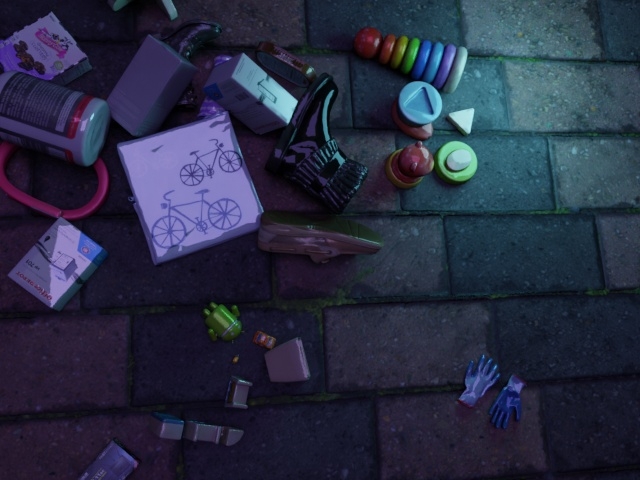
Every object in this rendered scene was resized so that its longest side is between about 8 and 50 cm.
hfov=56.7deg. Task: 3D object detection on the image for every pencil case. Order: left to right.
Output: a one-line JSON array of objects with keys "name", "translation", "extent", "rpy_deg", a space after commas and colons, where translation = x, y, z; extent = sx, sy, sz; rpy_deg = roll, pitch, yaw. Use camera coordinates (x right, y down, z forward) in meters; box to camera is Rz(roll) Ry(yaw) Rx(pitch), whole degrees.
[{"name": "pencil case", "translation": [-0.284, -0.416, 1.653], "extent": [0.088, 0.086, 0.206], "rpy_deg": [5, 73, 26]}]

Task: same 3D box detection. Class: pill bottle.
[{"name": "pill bottle", "translation": [-0.703, -0.312, 1.461], "extent": [0.318, 0.176, 0.176], "rpy_deg": [18, 76, -6]}]

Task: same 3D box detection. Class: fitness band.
[{"name": "fitness band", "translation": [-0.697, -0.171, 1.547], "extent": [0.290, 0.054, 0.209], "rpy_deg": [26, 73, -5]}]

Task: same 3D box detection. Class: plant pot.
[{"name": "plant pot", "translation": [-0.088, 0.315, 1.530], "extent": [0.096, 0.109, 0.109], "rpy_deg": [-15, 81, 1]}]

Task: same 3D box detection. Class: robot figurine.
[{"name": "robot figurine", "translation": [-0.253, 0.212, 1.535], "extent": [0.115, 0.067, 0.101], "rpy_deg": [44, 63, 1]}]

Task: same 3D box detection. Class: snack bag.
[{"name": "snack bag", "translation": [-0.345, -0.143, 1.577], "extent": [0.323, 0.037, 0.343], "rpy_deg": [-20, 96, -12]}]

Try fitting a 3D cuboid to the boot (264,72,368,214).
[{"name": "boot", "translation": [0.030, -0.268, 1.653], "extent": [0.260, 0.131, 0.348], "rpy_deg": [28, 80, -1]}]

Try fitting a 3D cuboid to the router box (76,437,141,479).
[{"name": "router box", "translation": [-0.510, 0.556, 1.434], "extent": [0.092, 0.038, 0.122], "rpy_deg": [40, 75, 1]}]

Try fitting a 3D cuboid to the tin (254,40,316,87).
[{"name": "tin", "translation": [-0.101, -0.499, 1.691], "extent": [0.189, 0.106, 0.040], "rpy_deg": [29, 83, -2]}]

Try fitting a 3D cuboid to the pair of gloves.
[{"name": "pair of gloves", "translation": [0.481, 0.423, 1.647], "extent": [0.198, 0.023, 0.159], "rpy_deg": [33, 77, -1]}]

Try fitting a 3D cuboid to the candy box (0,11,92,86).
[{"name": "candy box", "translation": [-0.748, -0.488, 1.589], "extent": [0.196, 0.070, 0.165], "rpy_deg": [-38, 87, -14]}]

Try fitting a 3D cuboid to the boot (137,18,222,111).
[{"name": "boot", "translation": [-0.375, -0.471, 1.643], "extent": [0.263, 0.091, 0.229], "rpy_deg": [-17, 82, 3]}]

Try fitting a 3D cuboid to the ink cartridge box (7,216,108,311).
[{"name": "ink cartridge box", "translation": [-0.655, 0.060, 1.489], "extent": [0.139, 0.082, 0.191], "rpy_deg": [37, 73, -1]}]

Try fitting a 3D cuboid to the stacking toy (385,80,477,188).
[{"name": "stacking toy", "translation": [0.341, -0.307, 1.716], "extent": [0.279, 0.130, 0.309], "rpy_deg": [5, 78, -9]}]

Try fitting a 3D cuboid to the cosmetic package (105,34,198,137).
[{"name": "cosmetic package", "translation": [-0.446, -0.398, 1.554], "extent": [0.127, 0.107, 0.238], "rpy_deg": [42, 100, 11]}]

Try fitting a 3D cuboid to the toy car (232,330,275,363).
[{"name": "toy car", "translation": [-0.171, 0.289, 1.548], "extent": [0.060, 0.040, 0.122], "rpy_deg": [42, 74, 0]}]

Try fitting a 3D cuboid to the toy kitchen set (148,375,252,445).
[{"name": "toy kitchen set", "translation": [-0.298, 0.410, 1.481], "extent": [0.207, 0.122, 0.166], "rpy_deg": [17, 75, -27]}]

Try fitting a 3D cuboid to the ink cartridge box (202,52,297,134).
[{"name": "ink cartridge box", "translation": [-0.186, -0.385, 1.579], "extent": [0.203, 0.148, 0.086], "rpy_deg": [36, 65, -35]}]

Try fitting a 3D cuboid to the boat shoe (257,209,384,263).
[{"name": "boat shoe", "translation": [0.000, 0.000, 1.613], "extent": [0.341, 0.122, 0.110], "rpy_deg": [10, 114, -5]}]

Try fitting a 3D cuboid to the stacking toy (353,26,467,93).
[{"name": "stacking toy", "translation": [0.258, -0.548, 1.764], "extent": [0.330, 0.141, 0.141], "rpy_deg": [17, 76, 1]}]

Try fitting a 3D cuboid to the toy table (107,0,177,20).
[{"name": "toy table", "translation": [-0.491, -0.750, 1.644], "extent": [0.274, 0.161, 0.252], "rpy_deg": [-26, 84, -15]}]
